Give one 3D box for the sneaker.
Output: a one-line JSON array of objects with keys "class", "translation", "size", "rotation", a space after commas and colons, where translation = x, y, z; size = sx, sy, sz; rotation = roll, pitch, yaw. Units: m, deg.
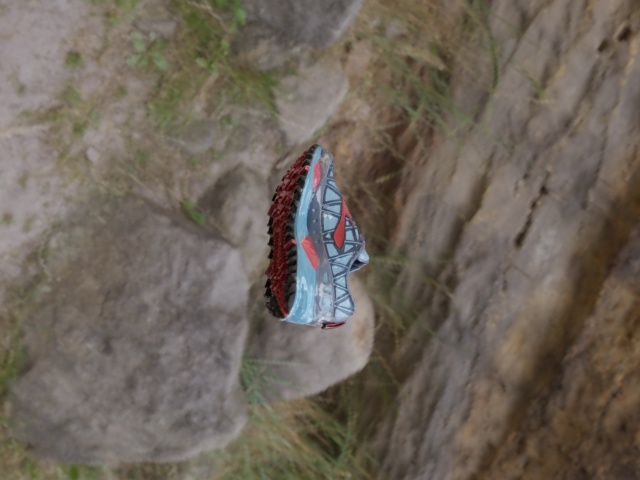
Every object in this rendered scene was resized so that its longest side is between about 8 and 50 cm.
[{"class": "sneaker", "translation": [0.000, 0.000, 1.218], "size": [0.104, 0.125, 0.262], "rotation": [-38, -141, 49]}]
